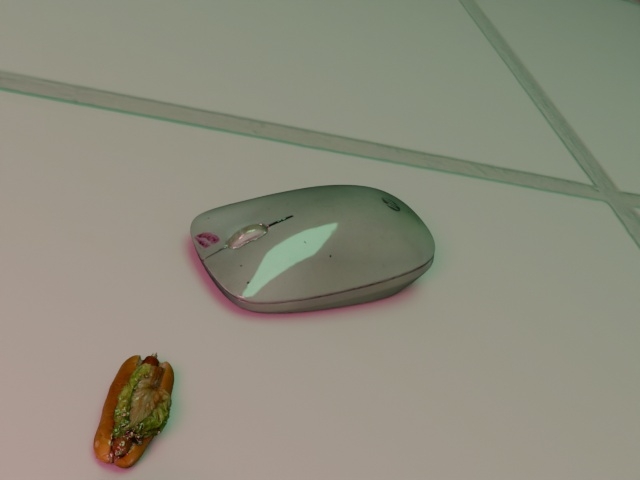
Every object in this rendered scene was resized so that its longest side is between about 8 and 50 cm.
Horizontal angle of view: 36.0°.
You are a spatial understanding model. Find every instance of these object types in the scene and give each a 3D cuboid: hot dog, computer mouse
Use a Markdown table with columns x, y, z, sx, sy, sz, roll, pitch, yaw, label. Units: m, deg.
| x | y | z | sx | sy | sz | roll | pitch | yaw | label |
| --- | --- | --- | --- | --- | --- | --- | --- | --- | --- |
| -0.155 | 0.139 | 0.836 | 0.056 | 0.041 | 0.133 | 20 | 33 | -6 | hot dog |
| 0.003 | -0.005 | 1.091 | 0.288 | 0.097 | 0.159 | -3 | 44 | -36 | computer mouse |
